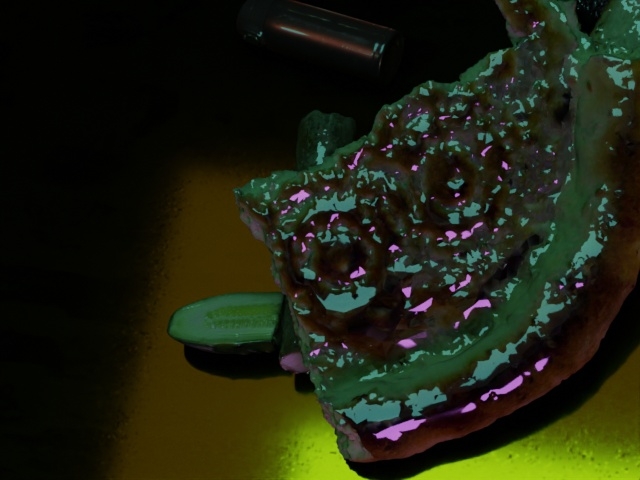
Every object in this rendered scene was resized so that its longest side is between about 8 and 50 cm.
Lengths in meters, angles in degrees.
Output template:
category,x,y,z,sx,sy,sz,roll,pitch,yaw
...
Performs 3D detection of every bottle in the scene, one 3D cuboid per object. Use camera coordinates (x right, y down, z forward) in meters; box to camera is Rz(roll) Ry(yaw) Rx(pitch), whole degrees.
category,x,y,z,sx,sy,sz,roll,pitch,yaw
bottle,-0.004,-0.199,1.686,0.164,0.060,0.060,19,70,21

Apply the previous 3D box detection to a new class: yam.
category,x,y,z,sx,sy,sz,roll,pitch,yaw
yam,0.000,0.000,1.585,0.061,0.061,0.253,-1,64,12

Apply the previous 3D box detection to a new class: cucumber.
category,x,y,z,sx,sy,sz,roll,pitch,yaw
cucumber,-0.085,0.081,1.577,0.107,0.035,0.067,-2,46,14

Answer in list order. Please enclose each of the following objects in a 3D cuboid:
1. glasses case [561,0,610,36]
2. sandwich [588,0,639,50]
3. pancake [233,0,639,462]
category,x,y,z,sx,sy,sz,roll,pitch,yaw
glasses case,0.318,-0.220,1.607,0.321,0.082,0.122,33,81,24
sandwich,0.336,-0.120,1.497,0.251,0.087,0.226,38,114,22
pancake,0.132,-0.012,1.468,0.426,0.067,0.305,-37,93,6
